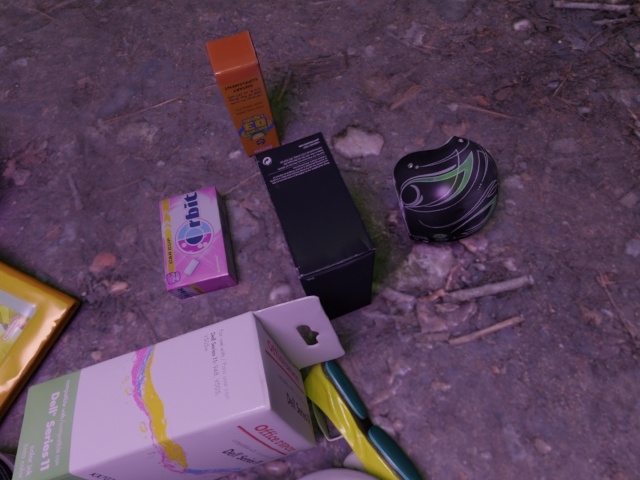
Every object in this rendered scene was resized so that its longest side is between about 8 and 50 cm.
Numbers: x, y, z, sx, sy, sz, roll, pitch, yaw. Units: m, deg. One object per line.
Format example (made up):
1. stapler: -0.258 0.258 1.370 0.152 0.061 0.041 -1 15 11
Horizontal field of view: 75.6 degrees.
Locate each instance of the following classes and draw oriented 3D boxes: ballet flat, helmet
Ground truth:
1. ballet flat: 0.051 0.284 0.602 0.077 0.077 0.231 -44 65 7
2. helmet: 0.213 -0.084 0.687 0.161 0.169 0.169 -15 66 16

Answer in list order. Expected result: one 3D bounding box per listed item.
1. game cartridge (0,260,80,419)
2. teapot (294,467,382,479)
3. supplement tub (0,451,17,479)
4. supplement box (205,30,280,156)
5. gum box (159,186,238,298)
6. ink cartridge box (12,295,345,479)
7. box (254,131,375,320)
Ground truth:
1. game cartridge: -0.627 0.148 0.669 0.323 0.052 0.285 30 71 -9
2. teapot: 0.013 0.419 0.490 0.252 0.187 0.256 4 39 -13
3. supplement tub: -0.502 0.366 0.505 0.191 0.272 0.191 -2 67 5
4. supplement box: -0.132 -0.254 0.753 0.078 0.233 0.080 -18 70 -3
5. gum box: -0.222 -0.002 0.748 0.107 0.062 0.188 -14 67 -1
6. ink cartridge box: -0.136 0.211 0.513 0.353 0.207 0.119 -20 51 2
7. box: 0.000 0.000 0.617 0.103 0.261 0.184 -19 67 -2
